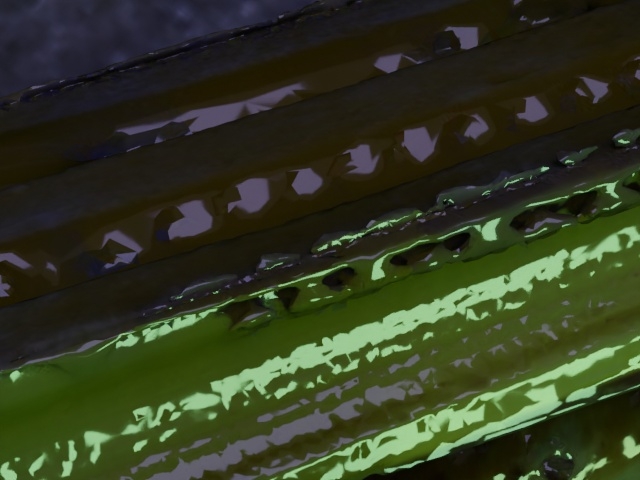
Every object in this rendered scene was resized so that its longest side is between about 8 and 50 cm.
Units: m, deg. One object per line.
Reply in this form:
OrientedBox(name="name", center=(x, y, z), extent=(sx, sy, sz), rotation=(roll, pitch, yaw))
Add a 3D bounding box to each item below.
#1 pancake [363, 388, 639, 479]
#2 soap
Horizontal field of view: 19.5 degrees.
OrientedBox(name="pancake", center=(0.057, 0.136, 0.477), extent=(0.266, 0.057, 0.244), rotation=(-16, 74, -19))
OrientedBox(name="soap", center=(0.000, -0.002, 0.474), extent=(0.233, 0.076, 0.135), rotation=(-20, 33, -18))
